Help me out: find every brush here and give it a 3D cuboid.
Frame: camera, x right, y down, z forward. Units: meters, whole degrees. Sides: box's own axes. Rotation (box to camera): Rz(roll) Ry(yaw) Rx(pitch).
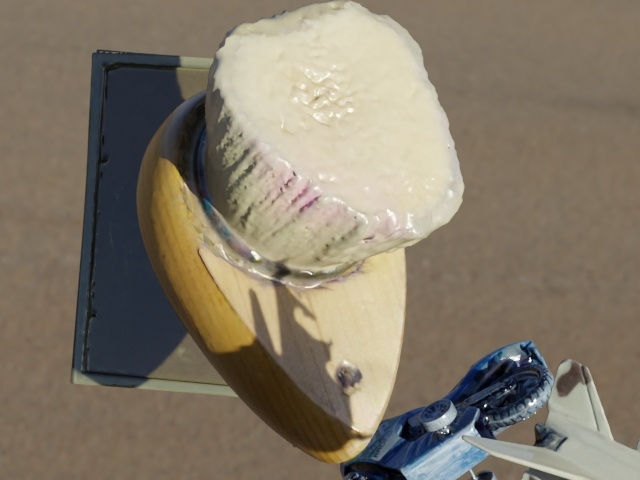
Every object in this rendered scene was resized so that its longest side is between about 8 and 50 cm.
[{"bbox_3d":[0.000,0.000,1.217,0.174,0.166,0.266,-11,75,-32],"label":"brush"}]

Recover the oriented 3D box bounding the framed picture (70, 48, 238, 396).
[{"bbox_3d":[-0.090,-0.012,1.460,0.189,0.259,0.023,3,0,6],"label":"framed picture"}]

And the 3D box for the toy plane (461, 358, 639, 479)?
[{"bbox_3d":[0.183,0.135,0.922,0.234,0.160,0.082,23,13,24],"label":"toy plane"}]

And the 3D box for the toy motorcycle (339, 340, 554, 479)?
[{"bbox_3d":[0.100,0.178,1.735,0.092,0.254,0.135,57,-3,-19],"label":"toy motorcycle"}]
